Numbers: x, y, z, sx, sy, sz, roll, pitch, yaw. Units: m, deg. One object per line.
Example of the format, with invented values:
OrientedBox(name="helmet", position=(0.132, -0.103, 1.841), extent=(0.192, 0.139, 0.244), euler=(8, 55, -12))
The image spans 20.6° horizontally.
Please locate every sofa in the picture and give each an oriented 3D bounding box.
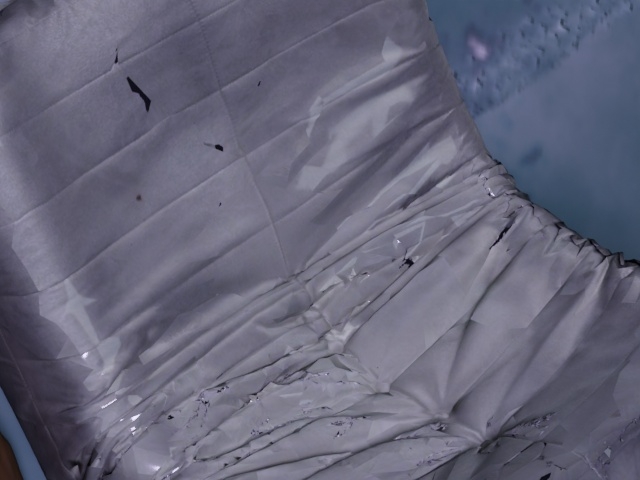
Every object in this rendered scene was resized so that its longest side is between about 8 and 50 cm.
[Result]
OrientedBox(name="sofa", position=(0.000, 0.000, 0.561), extent=(0.210, 0.176, 0.225), euler=(-31, 106, -29))

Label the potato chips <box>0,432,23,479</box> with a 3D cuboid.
OrientedBox(name="potato chips", position=(-0.175, 0.100, 0.514), extent=(0.208, 0.062, 0.195), euler=(11, 81, -31))
